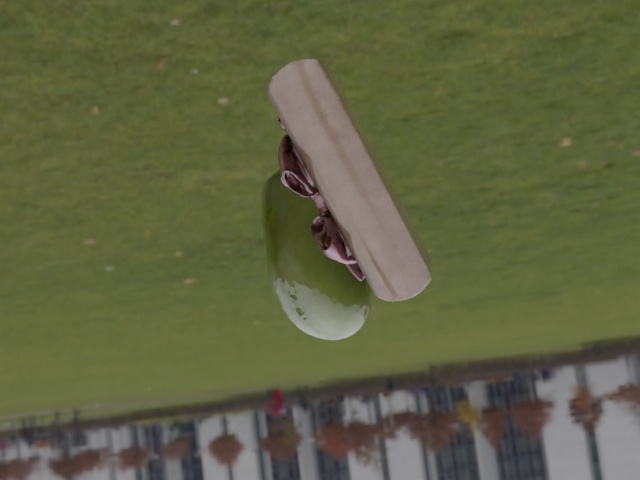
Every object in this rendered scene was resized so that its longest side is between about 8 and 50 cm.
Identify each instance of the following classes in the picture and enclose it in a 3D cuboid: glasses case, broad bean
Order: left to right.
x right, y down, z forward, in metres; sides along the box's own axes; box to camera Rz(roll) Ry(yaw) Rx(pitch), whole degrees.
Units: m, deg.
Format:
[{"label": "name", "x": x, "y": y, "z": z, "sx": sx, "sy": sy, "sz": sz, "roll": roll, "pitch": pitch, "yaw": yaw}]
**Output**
[{"label": "broad bean", "x": 0.000, "y": 0.000, "z": 1.360, "sx": 0.121, "sy": 0.263, "sz": 0.189, "roll": -31, "pitch": 128, "yaw": 20}, {"label": "glasses case", "x": 0.015, "y": -0.045, "z": 0.879, "sx": 0.070, "sy": 0.193, "sz": 0.102, "roll": -27, "pitch": -175, "yaw": 9}]
